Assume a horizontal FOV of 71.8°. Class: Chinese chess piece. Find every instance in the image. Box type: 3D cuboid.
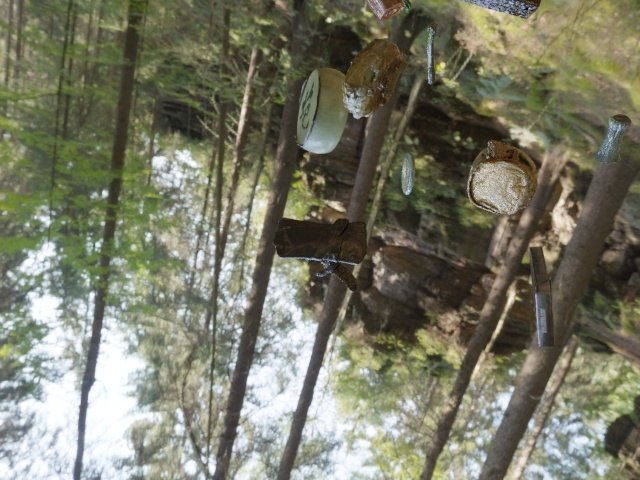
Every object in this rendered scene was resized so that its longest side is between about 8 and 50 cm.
[{"bbox_3d":[0.002,-0.546,1.870,0.146,0.350,0.349,8,-164,-18],"label":"Chinese chess piece"}]

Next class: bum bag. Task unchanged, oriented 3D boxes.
[{"bbox_3d":[0.000,0.000,1.169,0.248,0.123,0.060,3,161,11],"label":"bum bag"}]

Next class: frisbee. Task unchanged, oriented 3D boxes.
[{"bbox_3d":[0.227,-0.174,1.153,0.014,0.110,0.110,3,-164,-3],"label":"frisbee"}]

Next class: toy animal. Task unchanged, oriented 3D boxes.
[{"bbox_3d":[0.068,0.100,2.155,0.160,0.197,0.273,-7,136,38],"label":"toy animal"}]

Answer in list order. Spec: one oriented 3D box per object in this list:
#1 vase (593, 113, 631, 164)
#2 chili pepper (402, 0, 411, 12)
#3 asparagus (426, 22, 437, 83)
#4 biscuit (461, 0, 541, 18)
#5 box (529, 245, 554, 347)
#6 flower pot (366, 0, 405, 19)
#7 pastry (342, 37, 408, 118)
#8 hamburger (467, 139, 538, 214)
[{"bbox_3d":[0.956,-0.333,1.442,0.081,0.149,0.081,-5,-138,4],"label":"vase"},{"bbox_3d":[0.224,-0.669,1.213,0.030,0.091,0.034,-32,177,-30],"label":"chili pepper"},{"bbox_3d":[0.185,-0.309,0.736,0.018,0.015,0.127,-13,155,8],"label":"asparagus"},{"bbox_3d":[0.475,-0.692,1.194,0.251,0.106,0.070,15,180,-1],"label":"biscuit"},{"bbox_3d":[0.685,0.163,1.373,0.047,0.181,0.325,-4,-159,23],"label":"box"},{"bbox_3d":[0.283,-1.063,1.905,0.190,0.173,0.190,-24,-176,2],"label":"flower pot"},{"bbox_3d":[0.171,-0.503,1.393,0.120,0.257,0.235,33,-171,17],"label":"pastry"},{"bbox_3d":[0.663,-0.226,1.629,0.243,0.286,0.146,-20,-162,42],"label":"hamburger"}]
